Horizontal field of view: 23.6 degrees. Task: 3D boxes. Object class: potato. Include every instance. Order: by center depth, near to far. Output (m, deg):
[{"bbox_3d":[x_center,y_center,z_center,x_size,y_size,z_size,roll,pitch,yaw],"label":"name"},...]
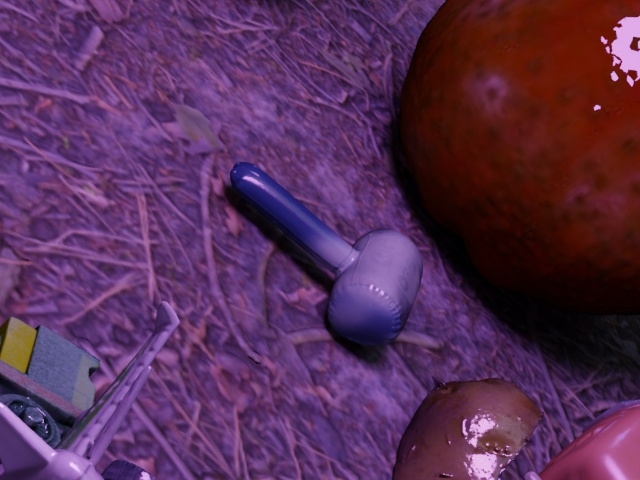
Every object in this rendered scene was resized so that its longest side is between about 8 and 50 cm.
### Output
[{"bbox_3d":[0.110,0.156,1.239,0.089,0.100,0.172,46,35,1],"label":"potato"}]

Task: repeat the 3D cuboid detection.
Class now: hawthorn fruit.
[{"bbox_3d":[0.290,-0.130,1.485,0.403,0.403,0.403,32,36,-28],"label":"hawthorn fruit"}]

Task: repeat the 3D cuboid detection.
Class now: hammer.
[{"bbox_3d":[0.000,0.000,1.290,0.194,0.069,0.116,40,34,-9],"label":"hammer"}]

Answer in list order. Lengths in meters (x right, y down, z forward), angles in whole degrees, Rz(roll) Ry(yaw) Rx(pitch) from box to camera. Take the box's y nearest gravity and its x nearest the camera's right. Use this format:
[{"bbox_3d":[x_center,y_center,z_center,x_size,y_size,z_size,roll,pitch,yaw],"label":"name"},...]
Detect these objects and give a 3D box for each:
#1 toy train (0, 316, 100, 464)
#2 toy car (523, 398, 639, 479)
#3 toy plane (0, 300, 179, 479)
[{"bbox_3d":[-0.231,0.079,0.909,0.200,0.083,0.132,37,23,-21],"label":"toy train"},{"bbox_3d":[0.283,0.271,1.275,0.212,0.180,0.270,-13,67,-44],"label":"toy car"},{"bbox_3d":[-0.154,0.149,0.776,0.101,0.255,0.251,43,57,-2],"label":"toy plane"}]
